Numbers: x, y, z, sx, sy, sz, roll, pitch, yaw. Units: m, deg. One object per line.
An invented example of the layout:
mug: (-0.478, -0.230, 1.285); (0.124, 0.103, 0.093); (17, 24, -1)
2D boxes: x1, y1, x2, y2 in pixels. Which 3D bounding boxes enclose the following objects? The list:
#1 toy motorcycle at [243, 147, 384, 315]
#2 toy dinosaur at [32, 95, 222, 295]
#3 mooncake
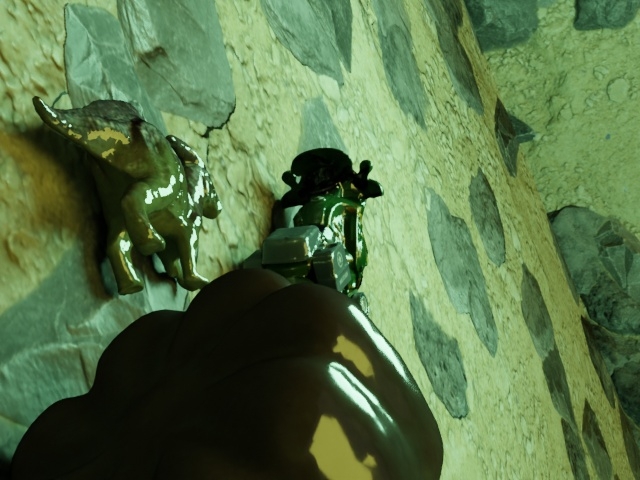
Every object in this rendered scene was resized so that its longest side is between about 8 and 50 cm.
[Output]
toy motorcycle: (0.000, 0.000, 1.280); (0.274, 0.125, 0.187); (-48, 128, -67)
toy dinosaur: (-0.148, -0.035, 0.993); (0.294, 0.077, 0.162); (56, 17, -72)
mooncake: (-0.073, 0.159, 0.732); (0.154, 0.306, 0.306); (56, 25, -25)
